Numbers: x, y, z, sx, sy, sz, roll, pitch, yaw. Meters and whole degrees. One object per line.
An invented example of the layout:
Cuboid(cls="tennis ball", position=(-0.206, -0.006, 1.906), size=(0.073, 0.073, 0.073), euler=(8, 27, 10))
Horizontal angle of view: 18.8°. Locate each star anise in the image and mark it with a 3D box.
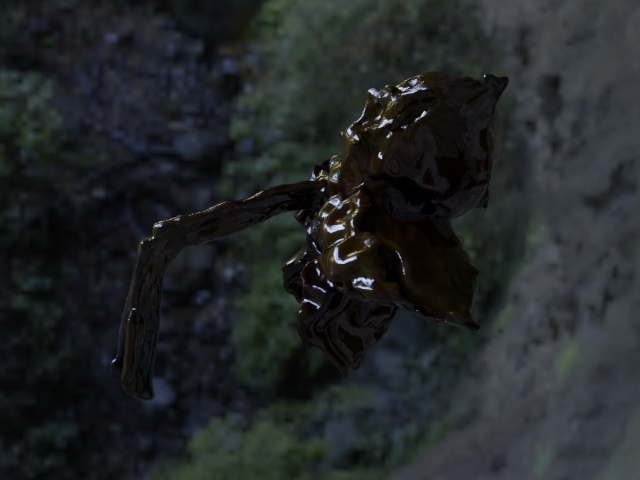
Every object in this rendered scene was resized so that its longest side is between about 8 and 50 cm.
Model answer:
Cuboid(cls="star anise", position=(0.004, 0.008, 1.298), size=(0.346, 0.148, 0.237), euler=(-32, 38, 17))
